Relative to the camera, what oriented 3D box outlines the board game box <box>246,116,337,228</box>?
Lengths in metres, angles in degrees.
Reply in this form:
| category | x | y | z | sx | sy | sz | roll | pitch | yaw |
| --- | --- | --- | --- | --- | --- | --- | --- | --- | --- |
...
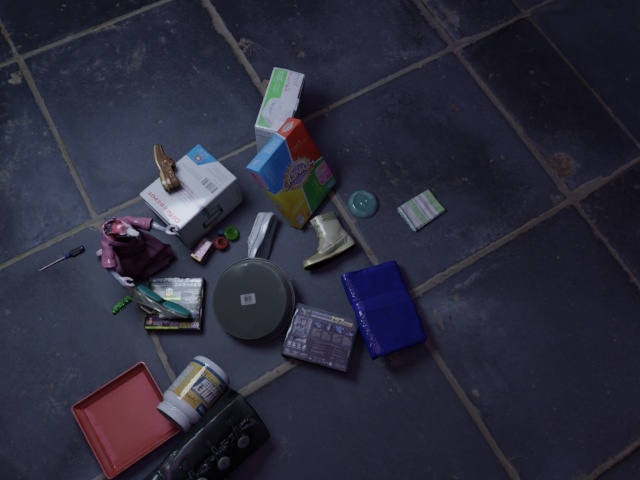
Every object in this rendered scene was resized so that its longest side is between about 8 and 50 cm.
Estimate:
| category | x | y | z | sx | sy | sz | roll | pitch | yaw |
| --- | --- | --- | --- | --- | --- | --- | --- | --- | --- |
| board game box | -0.091 | -0.229 | 1.766 | 0.064 | 0.316 | 0.242 | 22 | 69 | 40 |

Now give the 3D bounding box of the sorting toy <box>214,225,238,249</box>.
| category | x | y | z | sx | sy | sz | roll | pitch | yaw |
| --- | --- | --- | --- | --- | --- | --- | --- | --- | --- |
| sorting toy | -0.347 | -0.009 | 1.819 | 0.061 | 0.042 | 0.102 | 46 | 62 | -4 |

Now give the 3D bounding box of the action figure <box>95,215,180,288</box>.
| category | x | y | z | sx | sy | sz | roll | pitch | yaw |
| --- | --- | --- | --- | --- | --- | --- | --- | --- | --- |
| action figure | -0.614 | -0.007 | 1.627 | 0.276 | 0.370 | 0.248 | 40 | 71 | 14 |

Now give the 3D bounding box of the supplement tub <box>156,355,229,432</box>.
| category | x | y | z | sx | sy | sz | roll | pitch | yaw |
| --- | --- | --- | --- | --- | --- | --- | --- | --- | --- |
| supplement tub | -0.396 | 0.478 | 1.572 | 0.144 | 0.144 | 0.200 | 34 | 59 | 8 |

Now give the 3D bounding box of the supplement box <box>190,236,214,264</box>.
| category | x | y | z | sx | sy | sz | roll | pitch | yaw |
| --- | --- | --- | --- | --- | --- | --- | --- | --- | --- |
| supplement box | -0.417 | 0.038 | 1.787 | 0.043 | 0.055 | 0.083 | 30 | 73 | 6 |

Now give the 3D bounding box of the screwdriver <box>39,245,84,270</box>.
| category | x | y | z | sx | sy | sz | roll | pitch | yaw |
| --- | --- | --- | --- | --- | --- | --- | --- | --- | --- |
| screwdriver | -0.912 | 0.064 | 1.770 | 0.170 | 0.025 | 0.024 | -28 | 75 | -12 |

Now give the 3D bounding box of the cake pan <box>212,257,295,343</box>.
| category | x | y | z | sx | sy | sz | roll | pitch | yaw |
| --- | --- | --- | --- | --- | --- | --- | --- | --- | --- |
| cake pan | -0.234 | 0.202 | 1.698 | 0.293 | 0.054 | 0.293 | -1 | 84 | 9 |

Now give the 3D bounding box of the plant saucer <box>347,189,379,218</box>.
| category | x | y | z | sx | sy | sz | roll | pitch | yaw |
| --- | --- | --- | --- | --- | --- | --- | --- | --- | --- |
| plant saucer | 0.162 | -0.141 | 1.893 | 0.119 | 0.021 | 0.119 | 1 | 72 | -3 |

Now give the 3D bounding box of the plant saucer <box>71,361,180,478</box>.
| category | x | y | z | sx | sy | sz | roll | pitch | yaw |
| --- | --- | --- | --- | --- | --- | --- | --- | --- | --- |
| plant saucer | -0.612 | 0.565 | 1.603 | 0.258 | 0.048 | 0.259 | -33 | 77 | -13 |

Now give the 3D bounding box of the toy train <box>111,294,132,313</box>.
| category | x | y | z | sx | sy | sz | roll | pitch | yaw |
| --- | --- | --- | --- | --- | --- | --- | --- | --- | --- |
| toy train | -0.684 | 0.219 | 1.732 | 0.083 | 0.017 | 0.024 | -41 | 68 | -15 |

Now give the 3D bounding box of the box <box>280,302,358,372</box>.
| category | x | y | z | sx | sy | sz | roll | pitch | yaw |
| --- | --- | --- | --- | --- | --- | --- | --- | --- | --- |
| box | 0.000 | 0.329 | 1.706 | 0.232 | 0.059 | 0.183 | 14 | 71 | 3 |

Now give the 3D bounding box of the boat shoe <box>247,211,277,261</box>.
| category | x | y | z | sx | sy | sz | roll | pitch | yaw |
| --- | --- | --- | --- | --- | --- | --- | --- | --- | --- |
| boat shoe | -0.222 | 0.004 | 1.807 | 0.076 | 0.083 | 0.226 | 10 | 69 | 30 |

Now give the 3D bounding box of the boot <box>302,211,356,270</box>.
| category | x | y | z | sx | sy | sz | roll | pitch | yaw |
| --- | --- | --- | --- | --- | --- | --- | --- | --- | --- |
| boot | 0.000 | 0.000 | 1.809 | 0.213 | 0.077 | 0.165 | -28 | 75 | -17 |

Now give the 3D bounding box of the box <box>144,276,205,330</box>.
| category | x | y | z | sx | sy | sz | roll | pitch | yaw |
| --- | --- | --- | --- | --- | --- | --- | --- | --- | --- |
| box | -0.497 | 0.217 | 1.728 | 0.190 | 0.045 | 0.184 | 0 | 74 | -3 |

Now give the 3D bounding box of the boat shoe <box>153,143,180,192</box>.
| category | x | y | z | sx | sy | sz | roll | pitch | yaw |
| --- | --- | --- | --- | --- | --- | --- | --- | --- | --- |
| boat shoe | -0.509 | -0.244 | 1.670 | 0.060 | 0.064 | 0.178 | -19 | 70 | -8 |

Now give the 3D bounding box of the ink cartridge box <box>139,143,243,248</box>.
| category | x | y | z | sx | sy | sz | roll | pitch | yaw |
| --- | --- | --- | --- | --- | --- | --- | --- | --- | --- |
| ink cartridge box | -0.446 | -0.150 | 1.772 | 0.198 | 0.197 | 0.270 | 42 | 75 | 12 |

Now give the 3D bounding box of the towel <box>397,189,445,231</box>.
| category | x | y | z | sx | sy | sz | roll | pitch | yaw |
| --- | --- | --- | --- | --- | --- | --- | --- | --- | --- |
| towel | 0.380 | -0.116 | 1.895 | 0.152 | 0.023 | 0.113 | -32 | 77 | -13 |

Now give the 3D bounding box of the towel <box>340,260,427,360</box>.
| category | x | y | z | sx | sy | sz | roll | pitch | yaw |
| --- | --- | --- | --- | --- | --- | --- | --- | --- | --- |
| towel | 0.213 | 0.234 | 1.725 | 0.227 | 0.076 | 0.308 | -13 | 70 | -21 |

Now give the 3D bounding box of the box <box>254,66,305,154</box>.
| category | x | y | z | sx | sy | sz | roll | pitch | yaw |
| --- | --- | --- | --- | --- | --- | --- | --- | --- | --- |
| box | -0.145 | -0.458 | 1.876 | 0.126 | 0.231 | 0.262 | 14 | 72 | 2 |

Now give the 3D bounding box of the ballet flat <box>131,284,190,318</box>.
| category | x | y | z | sx | sy | sz | roll | pitch | yaw |
| --- | --- | --- | --- | --- | --- | --- | --- | --- | --- |
| ballet flat | -0.533 | 0.222 | 1.675 | 0.213 | 0.072 | 0.068 | 28 | 100 | 7 |

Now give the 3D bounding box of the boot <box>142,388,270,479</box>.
| category | x | y | z | sx | sy | sz | roll | pitch | yaw |
| --- | --- | --- | --- | --- | --- | --- | --- | --- | --- |
| boot | -0.329 | 0.722 | 1.502 | 0.146 | 0.367 | 0.445 | 8 | 39 | 41 |
